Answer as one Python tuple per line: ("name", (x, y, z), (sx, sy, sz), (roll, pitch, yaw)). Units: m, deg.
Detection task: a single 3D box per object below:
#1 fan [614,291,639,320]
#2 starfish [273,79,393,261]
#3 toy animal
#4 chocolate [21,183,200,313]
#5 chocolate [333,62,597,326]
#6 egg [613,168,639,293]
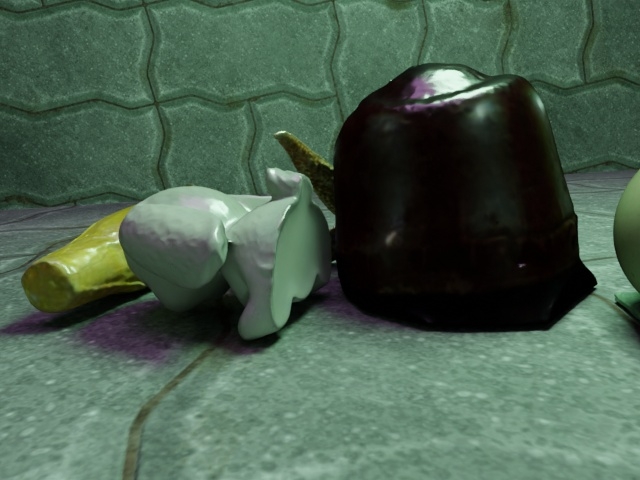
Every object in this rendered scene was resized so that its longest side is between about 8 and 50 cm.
("fan", (0.370, 0.091, 0.516), (0.038, 0.016, 0.193), (-2, 10, 22))
("starfish", (0.075, -0.084, 0.896), (0.398, 0.384, 0.132), (-21, 32, -13))
("toy animal", (-0.139, 0.002, 0.635), (0.265, 0.206, 0.272), (5, 15, 21))
("chocolate", (-0.324, 0.014, 0.819), (0.162, 0.162, 0.445), (-1, 16, 14))
("chocolate", (0.196, -0.088, 0.688), (0.384, 0.331, 0.383), (-1, 9, 0))
("egg", (0.439, -0.011, 0.489), (0.219, 0.219, 0.269), (5, 13, 39))
